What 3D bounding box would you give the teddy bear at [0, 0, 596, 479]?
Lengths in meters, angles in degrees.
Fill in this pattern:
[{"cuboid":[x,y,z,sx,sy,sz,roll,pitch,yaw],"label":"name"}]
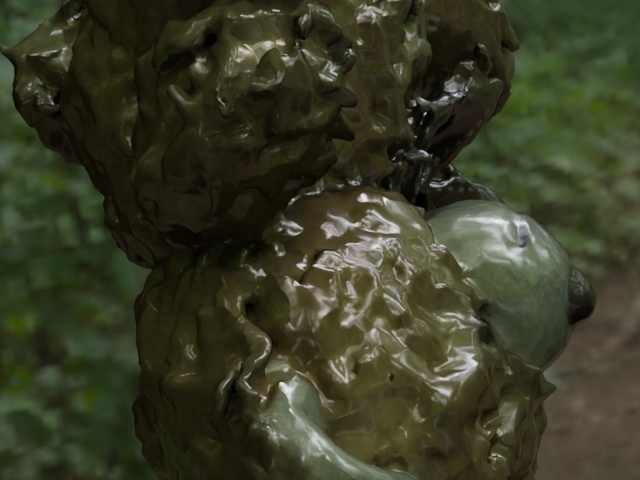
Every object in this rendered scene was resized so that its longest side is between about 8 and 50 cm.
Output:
[{"cuboid":[0.000,0.000,0.630,0.156,0.256,0.267,-25,-20,11],"label":"teddy bear"}]
